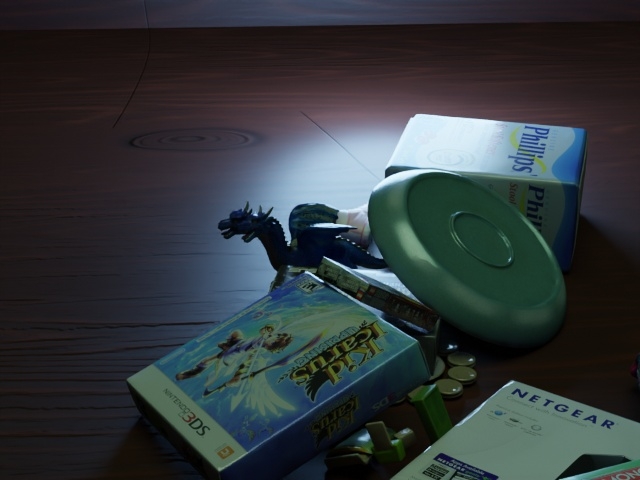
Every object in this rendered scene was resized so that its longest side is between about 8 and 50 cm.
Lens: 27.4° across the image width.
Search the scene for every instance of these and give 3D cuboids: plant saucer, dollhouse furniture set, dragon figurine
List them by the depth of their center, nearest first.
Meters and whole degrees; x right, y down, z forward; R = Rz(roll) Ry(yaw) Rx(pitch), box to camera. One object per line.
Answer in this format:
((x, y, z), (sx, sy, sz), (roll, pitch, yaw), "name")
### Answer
((0.067, 0.204, 1.440), (0.152, 0.058, 0.076), (-16, 12, 38), "dollhouse furniture set")
((0.211, 0.010, 1.780), (0.318, 0.043, 0.317), (23, 37, -19), "plant saucer")
((0.000, 0.000, 1.869), (0.289, 0.144, 0.085), (-8, 26, -20), "dragon figurine")

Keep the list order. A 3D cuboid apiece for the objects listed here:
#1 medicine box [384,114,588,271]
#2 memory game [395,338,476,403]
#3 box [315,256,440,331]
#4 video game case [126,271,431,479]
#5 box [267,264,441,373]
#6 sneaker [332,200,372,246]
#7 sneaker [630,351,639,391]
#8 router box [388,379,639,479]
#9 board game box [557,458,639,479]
((0.263, -0.080, 2.055), (0.289, 0.149, 0.263), (5, 24, 12), "medicine box")
((0.108, 0.161, 1.669), (0.186, 0.012, 0.186), (0, 23, 0), "memory game")
((0.071, 0.067, 1.608), (0.137, 0.027, 0.094), (25, 3, -42), "box")
((-0.053, 0.158, 1.502), (0.269, 0.061, 0.244), (-31, 33, -20), "video game case")
((0.043, 0.100, 1.720), (0.231, 0.056, 0.183), (4, 24, 9), "box")
((0.058, -0.037, 2.071), (0.070, 0.051, 0.134), (12, 30, 12), "sneaker")
((0.424, 0.173, 1.493), (0.112, 0.121, 0.299), (-41, 0, 14), "sneaker")
((0.261, 0.281, 1.309), (0.335, 0.082, 0.301), (17, 28, 32), "router box")
((0.407, 0.249, 1.198), (0.317, 0.046, 0.213), (-9, 20, -24), "board game box")
